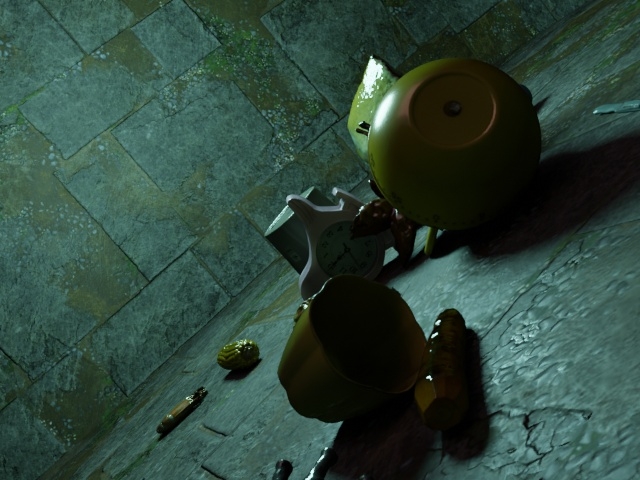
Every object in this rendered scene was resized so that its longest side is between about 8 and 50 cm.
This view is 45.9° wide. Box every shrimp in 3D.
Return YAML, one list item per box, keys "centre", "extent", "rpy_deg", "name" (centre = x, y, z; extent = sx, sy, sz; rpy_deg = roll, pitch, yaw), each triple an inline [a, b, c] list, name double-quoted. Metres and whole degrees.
- centre: [-0.383, 0.474, 2.101]
  extent: [0.180, 0.041, 0.099]
  rpy_deg: [-42, -8, -4]
  name: "shrimp"

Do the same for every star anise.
- centre: [0.157, -0.110, 1.731]
  extent: [0.238, 0.346, 0.148]
  rpy_deg: [-16, 3, 10]
  name: "star anise"

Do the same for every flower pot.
- centre: [0.033, 0.177, 1.122]
  extent: [0.195, 0.195, 0.179]
  rpy_deg: [-47, -4, -46]
  name: "flower pot"

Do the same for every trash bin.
- centre: [0.000, 0.000, 2.117]
  extent: [0.220, 0.250, 0.219]
  rpy_deg: [-32, 17, 52]
  name: "trash bin"

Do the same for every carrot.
- centre: [0.165, 0.151, 0.997]
  extent: [0.066, 0.066, 0.314]
  rpy_deg: [-38, 6, 20]
  name: "carrot"

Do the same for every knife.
- centre: [0.598, -0.266, 1.512]
  extent: [0.028, 0.015, 0.210]
  rpy_deg: [-34, 7, 1]
  name: "knife"

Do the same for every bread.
- centre: [0.222, -0.279, 2.010]
  extent: [0.264, 0.395, 0.239]
  rpy_deg: [-50, 30, 19]
  name: "bread"

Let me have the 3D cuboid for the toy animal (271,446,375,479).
- centre: [-0.049, 0.334, 0.903]
  extent: [0.270, 0.082, 0.137]
  rpy_deg: [-35, 8, 35]
  name: "toy animal"

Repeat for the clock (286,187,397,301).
- centre: [0.014, 0.007, 1.842]
  extent: [0.275, 0.290, 0.080]
  rpy_deg: [-45, 8, 4]
  name: "clock"

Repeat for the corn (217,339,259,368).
- centre: [-0.233, 0.316, 2.071]
  extent: [0.080, 0.080, 0.231]
  rpy_deg: [-44, 8, -27]
  name: "corn"

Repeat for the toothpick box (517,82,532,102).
- centre: [0.549, -0.385, 2.199]
  extent: [0.101, 0.101, 0.153]
  rpy_deg: [-35, 10, 42]
  name: "toothpick box"

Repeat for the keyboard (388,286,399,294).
- centre: [0.067, 0.174, 1.569]
  extent: [0.231, 0.023, 0.072]
  rpy_deg: [-41, 4, -2]
  name: "keyboard"

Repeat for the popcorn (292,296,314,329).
- centre: [0.028, 0.151, 1.407]
  extent: [0.174, 0.142, 0.173]
  rpy_deg: [-37, 8, 6]
  name: "popcorn"

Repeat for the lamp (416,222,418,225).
- centre: [0.210, -0.049, 2.024]
  extent: [0.163, 0.091, 0.091]
  rpy_deg: [-55, -2, 32]
  name: "lamp"

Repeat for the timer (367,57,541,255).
- centre: [0.272, -0.178, 1.535]
  extent: [0.376, 0.376, 0.387]
  rpy_deg: [-41, -18, -6]
  name: "timer"
